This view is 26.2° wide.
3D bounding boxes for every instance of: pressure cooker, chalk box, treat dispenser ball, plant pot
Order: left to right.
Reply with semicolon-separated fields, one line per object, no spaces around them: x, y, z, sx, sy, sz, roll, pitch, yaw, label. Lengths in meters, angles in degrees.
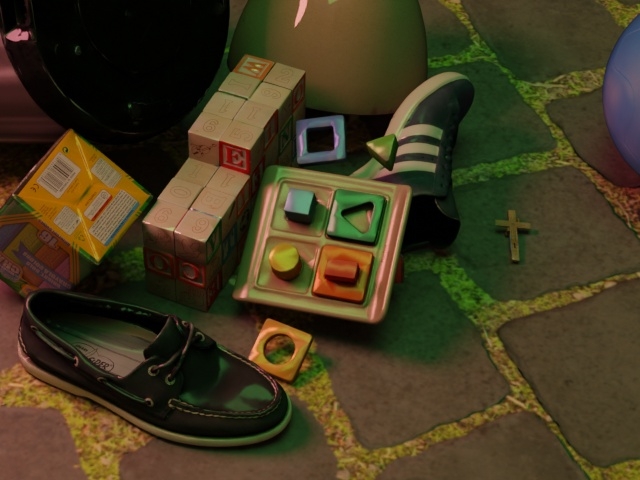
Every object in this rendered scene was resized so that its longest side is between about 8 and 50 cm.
-0.373;-0.309;1.781;0.420;0.375;0.370;3;26;40;pressure cooker
-0.327;-0.011;1.669;0.132;0.213;0.132;40;51;-11;chalk box
0.023;-0.315;1.904;0.284;0.191;0.284;9;25;-4;plant pot
0.516;-0.194;1.799;0.288;0.288;0.288;1;46;-1;treat dispenser ball

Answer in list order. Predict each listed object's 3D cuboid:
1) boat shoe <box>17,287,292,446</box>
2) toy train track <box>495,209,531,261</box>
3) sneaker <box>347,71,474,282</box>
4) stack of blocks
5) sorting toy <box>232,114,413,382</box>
-0.194;0.131;1.572;0.340;0.113;0.127;20;48;17;boat shoe
0.251;-0.004;1.795;0.048;0.014;0.083;6;51;-6;toy train track
0.137;-0.075;1.785;0.148;0.131;0.350;25;59;22;sneaker
-0.118;-0.077;1.740;0.087;0.171;0.297;18;48;15;stack of blocks
0.000;0.000;1.654;0.196;0.047;0.347;8;71;15;sorting toy
